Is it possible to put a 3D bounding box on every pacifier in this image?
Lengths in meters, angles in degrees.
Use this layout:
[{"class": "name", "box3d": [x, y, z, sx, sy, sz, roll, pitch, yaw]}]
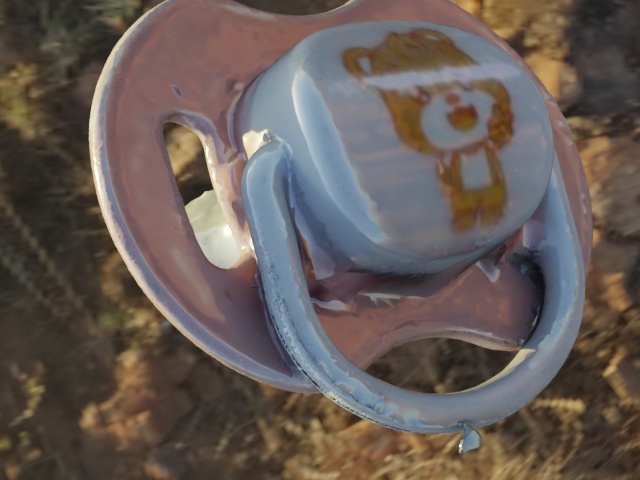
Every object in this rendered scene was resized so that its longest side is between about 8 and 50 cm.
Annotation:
[{"class": "pacifier", "box3d": [0.010, -0.027, 1.102, 0.273, 0.332, 0.220, 20, 113, 49]}]
